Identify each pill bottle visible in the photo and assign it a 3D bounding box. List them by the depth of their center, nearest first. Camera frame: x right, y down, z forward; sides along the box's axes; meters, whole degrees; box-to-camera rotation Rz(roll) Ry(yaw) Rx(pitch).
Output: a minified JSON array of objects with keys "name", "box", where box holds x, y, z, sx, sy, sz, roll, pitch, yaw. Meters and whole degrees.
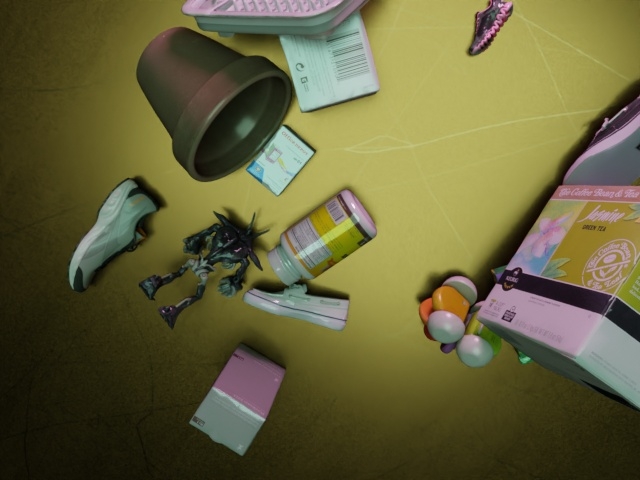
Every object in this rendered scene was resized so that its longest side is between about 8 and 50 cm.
[{"name":"pill bottle","box":[0.000,0.000,1.344,0.215,0.117,0.117,-34,96,10]}]

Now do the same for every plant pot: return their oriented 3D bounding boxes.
[{"name":"plant pot","box":[-0.224,-0.280,1.264,0.229,0.263,0.263,42,101,14]}]

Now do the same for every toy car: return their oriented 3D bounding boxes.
[{"name":"toy car","box":[0.282,0.179,1.357,0.182,0.159,0.136,40,135,-4]}]

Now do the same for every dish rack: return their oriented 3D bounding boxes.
[{"name":"dish rack","box":[-0.049,-0.437,1.167,0.333,0.285,0.072,13,139,34]}]

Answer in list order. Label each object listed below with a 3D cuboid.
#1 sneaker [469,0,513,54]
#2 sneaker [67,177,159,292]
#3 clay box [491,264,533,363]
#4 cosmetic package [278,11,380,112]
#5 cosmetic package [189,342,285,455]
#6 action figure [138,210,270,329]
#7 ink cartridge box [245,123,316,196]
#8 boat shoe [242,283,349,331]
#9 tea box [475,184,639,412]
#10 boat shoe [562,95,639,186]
[{"name":"sneaker","box":[0.322,-0.420,1.286,0.057,0.047,0.119,38,100,16]},{"name":"sneaker","box":[-0.440,0.004,1.388,0.108,0.100,0.271,34,101,-8]},{"name":"clay box","box":[0.451,0.149,1.372,0.127,0.053,0.222,-18,98,6]},{"name":"cosmetic package","box":[0.020,-0.333,1.246,0.152,0.183,0.151,-15,99,5]},{"name":"cosmetic package","box":[-0.163,0.318,1.353,0.127,0.238,0.107,32,101,-3]},{"name":"action figure","box":[-0.232,0.050,1.365,0.276,0.141,0.164,-37,88,-17]},{"name":"ink cartridge box","box":[-0.080,-0.165,1.352,0.088,0.052,0.122,40,99,-4]},{"name":"boat shoe","box":[-0.048,0.126,1.399,0.226,0.083,0.075,17,90,-11]},{"name":"tea box","box":[0.509,0.090,1.169,0.220,0.329,0.323,35,85,-15]},{"name":"boat shoe","box":[0.590,-0.201,1.271,0.113,0.105,0.306,27,126,-12]}]
